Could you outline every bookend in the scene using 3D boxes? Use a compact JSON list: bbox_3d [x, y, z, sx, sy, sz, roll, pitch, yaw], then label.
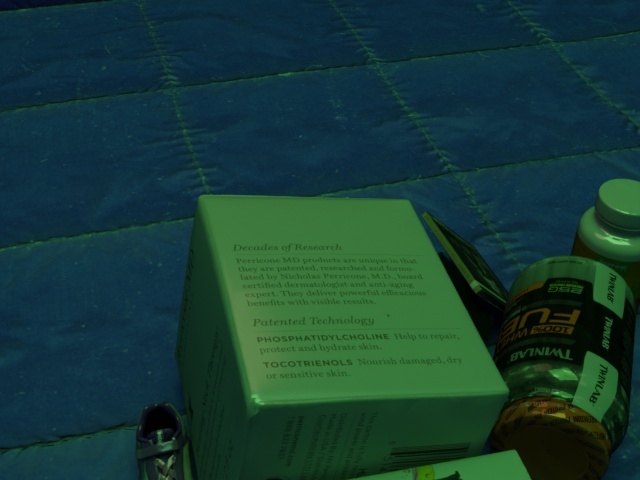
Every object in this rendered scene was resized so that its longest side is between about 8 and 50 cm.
[{"bbox_3d":[0.184,0.122,1.584,0.157,0.156,0.072,49,43,-13],"label":"bookend"}]

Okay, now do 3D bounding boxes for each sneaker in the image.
[{"bbox_3d":[-0.220,0.322,1.311,0.095,0.104,0.236,-6,41,-13],"label":"sneaker"}]

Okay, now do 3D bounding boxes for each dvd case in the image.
[{"bbox_3d":[0.274,0.051,1.649,0.164,0.018,0.221,33,19,-40],"label":"dvd case"}]

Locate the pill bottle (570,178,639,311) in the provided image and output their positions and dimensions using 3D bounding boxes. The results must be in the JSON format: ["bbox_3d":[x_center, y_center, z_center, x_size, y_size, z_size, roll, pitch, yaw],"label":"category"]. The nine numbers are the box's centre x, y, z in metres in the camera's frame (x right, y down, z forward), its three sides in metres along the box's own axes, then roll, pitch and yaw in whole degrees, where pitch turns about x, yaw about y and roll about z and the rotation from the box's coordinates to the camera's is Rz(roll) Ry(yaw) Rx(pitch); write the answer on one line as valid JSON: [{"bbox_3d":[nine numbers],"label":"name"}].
[{"bbox_3d":[0.502,0.022,1.601,0.136,0.245,0.136,1,39,-1],"label":"pill bottle"}]

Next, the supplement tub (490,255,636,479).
[{"bbox_3d":[0.365,0.197,1.413,0.207,0.207,0.338,12,40,12],"label":"supplement tub"}]

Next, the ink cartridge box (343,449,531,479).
[{"bbox_3d":[0.105,0.394,1.146,0.306,0.226,0.131,-7,42,-13],"label":"ink cartridge box"}]

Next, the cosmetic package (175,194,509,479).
[{"bbox_3d":[-0.002,0.180,1.286,0.327,0.329,0.393,0,38,-18],"label":"cosmetic package"}]

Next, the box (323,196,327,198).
[{"bbox_3d":[0.000,0.000,1.738,0.137,0.072,0.126,-27,48,-32],"label":"box"}]
